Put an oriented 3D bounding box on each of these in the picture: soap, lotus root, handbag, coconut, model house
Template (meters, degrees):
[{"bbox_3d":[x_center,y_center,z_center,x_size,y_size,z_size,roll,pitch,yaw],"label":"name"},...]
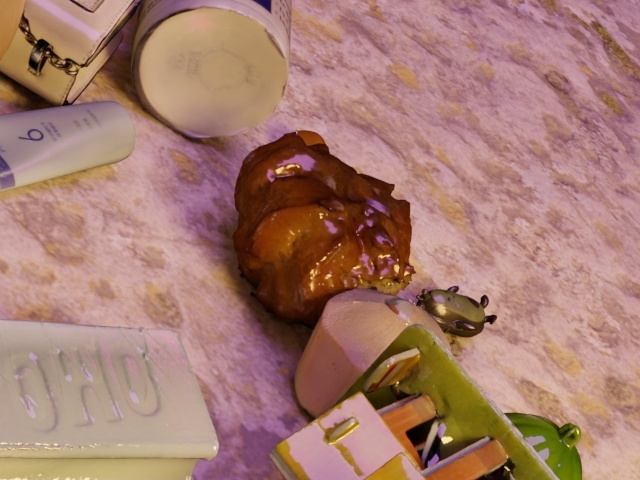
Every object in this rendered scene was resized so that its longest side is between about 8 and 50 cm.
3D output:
[{"bbox_3d":[-0.232,0.150,1.562,0.261,0.094,0.150,7,43,-39],"label":"soap"},{"bbox_3d":[0.206,0.242,1.775,0.186,0.186,0.186,25,34,-18],"label":"lotus root"},{"bbox_3d":[-0.388,-0.323,1.958,0.358,0.160,0.236,33,34,-5],"label":"handbag"},{"bbox_3d":[0.057,0.122,1.812,0.147,0.152,0.147,20,34,-14],"label":"coconut"},{"bbox_3d":[0.157,0.086,2.064,0.111,0.047,0.072,15,37,-35],"label":"handbag"},{"bbox_3d":[0.086,0.235,1.532,0.300,0.340,0.323,50,33,15],"label":"model house"}]

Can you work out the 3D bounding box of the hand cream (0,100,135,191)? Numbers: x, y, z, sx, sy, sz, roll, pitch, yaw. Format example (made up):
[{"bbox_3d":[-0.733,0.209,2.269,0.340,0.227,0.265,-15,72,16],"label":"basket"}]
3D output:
[{"bbox_3d":[-0.333,-0.094,1.833,0.321,0.067,0.109,-16,61,-44],"label":"hand cream"}]

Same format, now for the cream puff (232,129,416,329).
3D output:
[{"bbox_3d":[0.000,0.000,1.935,0.241,0.155,0.269,34,25,-15],"label":"cream puff"}]

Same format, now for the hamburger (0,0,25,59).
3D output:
[{"bbox_3d":[-0.437,-0.265,1.712,0.176,0.300,0.300,18,34,-54],"label":"hamburger"}]

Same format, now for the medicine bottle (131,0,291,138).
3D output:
[{"bbox_3d":[-0.130,-0.295,2.139,0.190,0.190,0.332,25,34,-19],"label":"medicine bottle"}]

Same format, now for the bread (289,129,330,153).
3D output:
[{"bbox_3d":[-0.012,-0.095,2.131,0.062,0.049,0.103,16,36,-30],"label":"bread"}]
